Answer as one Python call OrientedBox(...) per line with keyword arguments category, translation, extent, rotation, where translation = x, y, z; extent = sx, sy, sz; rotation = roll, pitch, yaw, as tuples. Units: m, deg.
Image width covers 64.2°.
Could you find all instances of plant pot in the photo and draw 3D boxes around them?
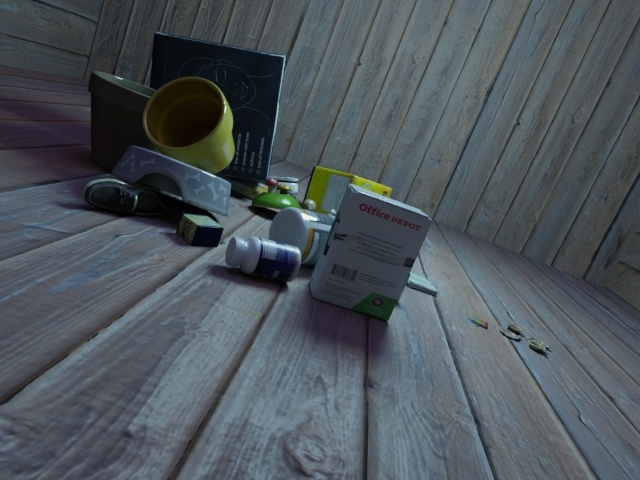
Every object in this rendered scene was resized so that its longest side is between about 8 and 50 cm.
OrientedBox(category="plant pot", translation=(-0.379, -0.328, 1.575), extent=(0.254, 0.254, 0.239), rotation=(26, -15, 16))
OrientedBox(category="plant pot", translation=(-0.628, -0.371, 1.705), extent=(0.323, 0.280, 0.323), rotation=(20, 13, -5))

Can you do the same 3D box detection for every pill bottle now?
OrientedBox(category="pill bottle", translation=(-0.141, 0.043, 1.252), extent=(0.170, 0.094, 0.094), rotation=(14, 15, -26))
OrientedBox(category="pill bottle", translation=(0.000, 0.000, 1.494), extent=(0.279, 0.162, 0.162), rotation=(10, 18, -42))

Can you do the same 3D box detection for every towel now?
OrientedBox(category="towel", translation=(0.333, 0.142, 1.759), extent=(0.113, 0.023, 0.152), rotation=(22, 11, -10))

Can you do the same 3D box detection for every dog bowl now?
OrientedBox(category="dog bowl", translation=(-0.422, -0.175, 1.496), extent=(0.349, 0.102, 0.349), rotation=(20, 0, 0))

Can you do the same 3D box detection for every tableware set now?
OrientedBox(category="tableware set", translation=(0.642, 0.302, 1.604), extent=(0.169, 0.020, 0.141), rotation=(27, 15, 21))

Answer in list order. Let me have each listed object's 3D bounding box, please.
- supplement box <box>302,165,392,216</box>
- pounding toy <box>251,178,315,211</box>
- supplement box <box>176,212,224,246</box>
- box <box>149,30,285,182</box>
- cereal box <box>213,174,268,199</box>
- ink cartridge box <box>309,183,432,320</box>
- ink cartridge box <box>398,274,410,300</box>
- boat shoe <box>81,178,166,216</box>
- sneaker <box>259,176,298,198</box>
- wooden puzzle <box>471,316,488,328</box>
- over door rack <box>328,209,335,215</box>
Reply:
OrientedBox(category="supplement box", translation=(0.102, -0.181, 2.163), extent=(0.195, 0.194, 0.357), rotation=(14, 7, -31))
OrientedBox(category="pounding toy", translation=(-0.134, -0.168, 1.907), extent=(0.237, 0.110, 0.183), rotation=(7, 3, 2))
OrientedBox(category="supplement box", translation=(-0.315, -0.027, 1.334), extent=(0.083, 0.056, 0.083), rotation=(32, 17, 36))
OrientedBox(category="box", translation=(-0.402, -0.509, 1.993), extent=(0.472, 0.479, 0.297), rotation=(9, 14, -7))
OrientedBox(category="cereal box", translation=(-0.332, -0.235, 2.119), extent=(0.240, 0.047, 0.173), rotation=(24, 15, 10))
OrientedBox(category="ink cartridge box", translation=(0.122, 0.029, 1.293), extent=(0.211, 0.289, 0.121), rotation=(19, 14, -11))
OrientedBox(category="ink cartridge box", translation=(0.171, 0.103, 1.499), extent=(0.143, 0.092, 0.090), rotation=(18, 14, -16))
OrientedBox(category="boat shoe", translation=(-0.495, -0.106, 1.315), extent=(0.073, 0.080, 0.224), rotation=(25, 9, 33))
OrientedBox(category="sneaker", translation=(-0.211, -0.235, 2.252), extent=(0.235, 0.094, 0.090), rotation=(6, 12, 23))
OrientedBox(category="wooden puzzle", translation=(0.497, 0.256, 1.590), extent=(0.049, 0.006, 0.083), rotation=(26, 14, 18))
OrientedBox(category="over door rack", translation=(0.123, -0.016, 1.854), extent=(0.324, 0.108, 0.239), rotation=(10, 19, -40))
